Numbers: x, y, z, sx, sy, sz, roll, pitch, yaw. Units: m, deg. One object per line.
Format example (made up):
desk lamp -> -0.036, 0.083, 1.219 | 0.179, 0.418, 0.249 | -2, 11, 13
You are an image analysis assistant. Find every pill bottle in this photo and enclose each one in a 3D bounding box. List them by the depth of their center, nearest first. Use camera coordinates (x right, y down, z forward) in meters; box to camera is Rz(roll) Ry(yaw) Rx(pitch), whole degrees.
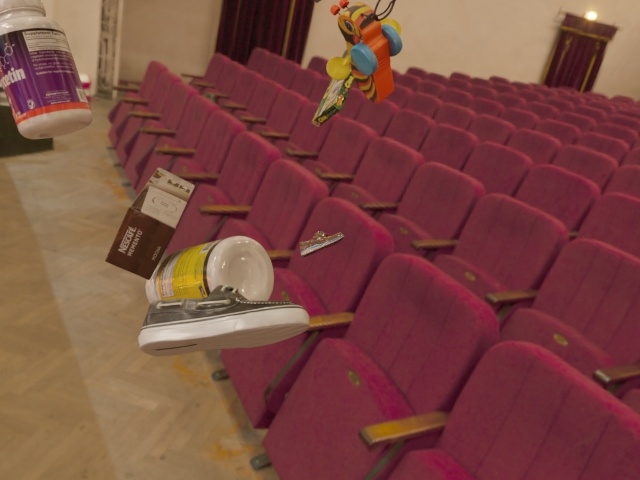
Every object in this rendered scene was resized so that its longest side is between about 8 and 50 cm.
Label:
pill bottle -> -0.290, 0.104, 1.356 | 0.334, 0.188, 0.188 | -12, 1, 42
pill bottle -> -0.715, -0.432, 1.367 | 0.181, 0.323, 0.181 | -16, 7, 2

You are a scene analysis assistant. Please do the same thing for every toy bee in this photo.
toy bee -> 0.099, -0.447, 1.170 | 0.195, 0.298, 0.162 | -30, 64, -31

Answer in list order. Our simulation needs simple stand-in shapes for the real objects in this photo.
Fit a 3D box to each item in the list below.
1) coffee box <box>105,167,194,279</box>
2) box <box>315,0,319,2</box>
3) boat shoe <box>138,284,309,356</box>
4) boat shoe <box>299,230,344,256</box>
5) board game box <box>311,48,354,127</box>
coffee box -> -0.437, -0.053, 1.413 | 0.119, 0.168, 0.297 | 27, 21, -15
box -> 0.001, -0.995, 2.022 | 0.060, 0.100, 0.244 | -33, 6, -7
boat shoe -> -0.189, 0.138, 1.028 | 0.335, 0.121, 0.119 | -7, 63, 7
boat shoe -> 0.000, 0.000, 2.063 | 0.183, 0.066, 0.066 | -22, -11, 10
board game box -> 0.060, -0.434, 1.453 | 0.030, 0.260, 0.136 | 29, -21, -17
